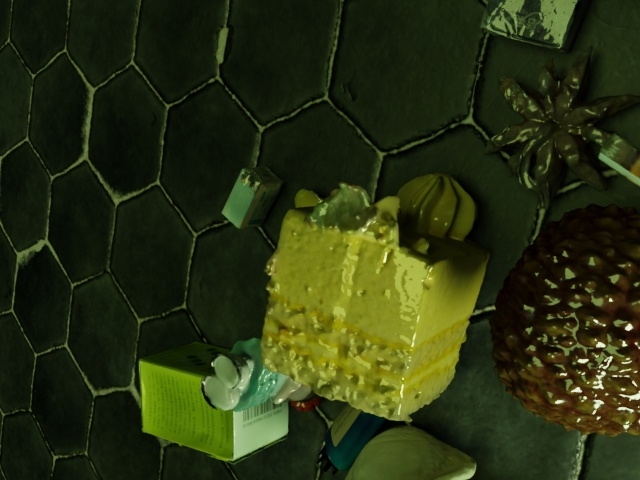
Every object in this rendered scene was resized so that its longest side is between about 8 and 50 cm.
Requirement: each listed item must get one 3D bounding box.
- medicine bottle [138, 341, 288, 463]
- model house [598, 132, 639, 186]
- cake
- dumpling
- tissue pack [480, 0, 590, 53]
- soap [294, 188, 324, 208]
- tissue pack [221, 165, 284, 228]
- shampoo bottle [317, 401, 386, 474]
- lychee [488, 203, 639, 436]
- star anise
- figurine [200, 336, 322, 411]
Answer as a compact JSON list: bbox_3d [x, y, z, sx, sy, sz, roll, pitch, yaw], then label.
[{"bbox_3d":[-0.186,0.271,1.114,0.250,0.137,0.141,3,95,38],"label":"medicine bottle"},{"bbox_3d":[0.416,-0.089,0.582,0.215,0.224,0.198,42,116,28],"label":"model house"},{"bbox_3d":[0.079,0.048,0.846,0.222,0.227,0.286,17,105,31],"label":"cake"},{"bbox_3d":[0.100,0.331,0.884,0.216,0.166,0.126,7,99,44],"label":"dumpling"},{"bbox_3d":[0.276,-0.317,0.779,0.112,0.051,0.156,28,109,31],"label":"tissue pack"},{"bbox_3d":[0.000,0.000,1.020,0.089,0.033,0.168,-3,91,35],"label":"soap"},{"bbox_3d":[-0.114,-0.072,1.078,0.059,0.074,0.094,39,114,21],"label":"tissue pack"},{"bbox_3d":[0.054,0.280,0.975,0.183,0.050,0.087,-60,20,23],"label":"shampoo bottle"},{"bbox_3d":[0.316,0.091,0.666,0.271,0.271,0.271,3,95,37],"label":"lychee"},{"bbox_3d":[0.284,-0.144,0.777,0.195,0.065,0.182,48,118,29],"label":"star anise"},{"bbox_3d":[-0.073,0.202,0.962,0.110,0.245,0.138,34,106,33],"label":"figurine"}]
